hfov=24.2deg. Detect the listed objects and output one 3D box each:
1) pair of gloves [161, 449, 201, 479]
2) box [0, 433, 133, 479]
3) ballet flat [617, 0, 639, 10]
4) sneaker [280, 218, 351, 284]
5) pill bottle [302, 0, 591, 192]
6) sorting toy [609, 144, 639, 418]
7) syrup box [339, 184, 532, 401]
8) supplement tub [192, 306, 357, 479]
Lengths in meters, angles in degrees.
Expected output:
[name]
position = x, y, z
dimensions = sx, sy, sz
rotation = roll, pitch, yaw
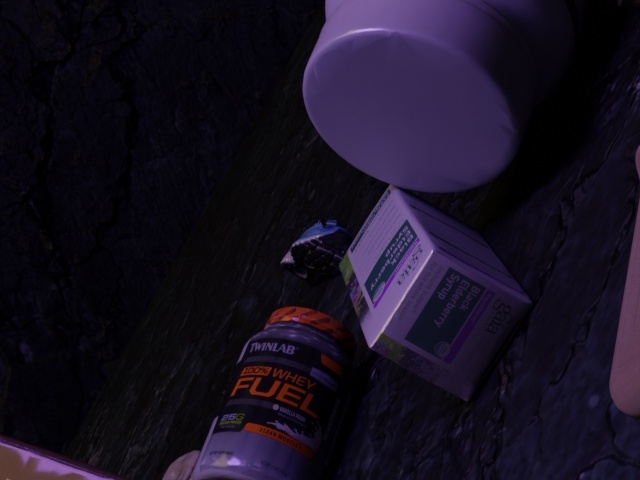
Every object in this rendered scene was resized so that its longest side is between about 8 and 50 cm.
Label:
[pair of gloves]
position = -0.191, 0.354, 1.802
dimensions = 0.204, 0.042, 0.240
rotation = -41, 23, 60
[box]
position = -0.139, 0.233, 0.994
dimensions = 0.381, 0.191, 0.143
rotation = 14, 72, 35
[ballet flat]
position = 0.272, -0.248, 1.237
dimensions = 0.250, 0.058, 0.084
rotation = -72, -17, -63
[sneaker]
position = 0.000, 0.000, 1.772
dimensions = 0.073, 0.063, 0.162
rotation = -61, 11, -17
[pill bottle]
position = 0.136, -0.245, 1.336
dimensions = 0.224, 0.224, 0.392
rotation = -46, 16, 52
[sorting toy]
position = 0.242, -0.018, 0.864
dimensions = 0.193, 0.038, 0.208
rotation = -48, 22, 48
[syrup box]
position = 0.088, 0.035, 1.231
dimensions = 0.093, 0.096, 0.237
rotation = -59, 11, 10
[supplement tub]
position = -0.036, 0.164, 1.405
dimensions = 0.117, 0.117, 0.190
rotation = -44, 21, 55
